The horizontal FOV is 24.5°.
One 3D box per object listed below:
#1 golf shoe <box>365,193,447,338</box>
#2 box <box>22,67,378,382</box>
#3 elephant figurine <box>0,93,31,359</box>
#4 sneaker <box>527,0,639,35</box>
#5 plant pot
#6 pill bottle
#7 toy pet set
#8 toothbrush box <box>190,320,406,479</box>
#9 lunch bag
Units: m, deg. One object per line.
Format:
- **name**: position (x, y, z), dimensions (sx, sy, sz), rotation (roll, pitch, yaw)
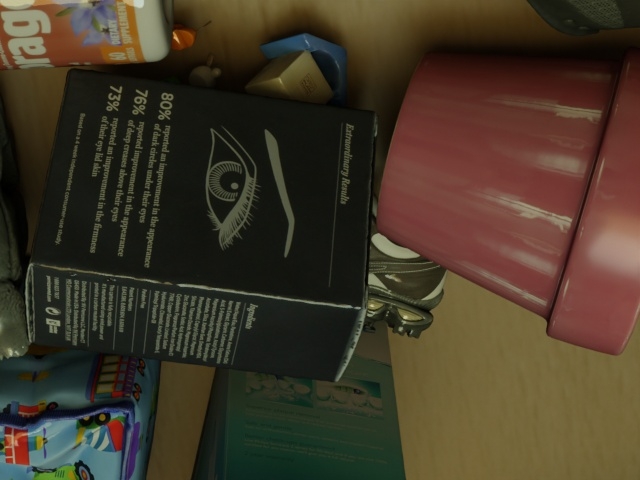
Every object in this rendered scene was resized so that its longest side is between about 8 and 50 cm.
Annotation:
- **golf shoe**: position (0.000, 0.000, 1.067), dimensions (0.198, 0.077, 0.094), rotation (15, 105, -17)
- **box**: position (-0.073, -0.008, 0.946), dimensions (0.207, 0.153, 0.108), rotation (9, 148, -5)
- **elephant figurine**: position (-0.323, -0.015, 0.987), dimensions (0.239, 0.186, 0.169), rotation (-8, 110, -6)
- **sneaker**: position (0.234, -0.215, 0.918), dimensions (0.483, 0.185, 0.202), rotation (18, 160, -22)
- **plant pot**: position (0.140, -0.042, 0.985), dimensions (0.180, 0.201, 0.201), rotation (15, 117, 9)
- **pill bottle**: position (-0.206, -0.168, 0.939), dimensions (0.216, 0.121, 0.121), rotation (-3, 118, 1)
- **toy pet set**: position (-0.044, -0.112, 1.021), dimensions (0.114, 0.065, 0.122), rotation (-9, 121, 43)
- **toothbrush box**: position (-0.027, 0.201, 1.038), dimensions (0.126, 0.295, 0.216), rotation (10, 116, -8)
- **lunch bag**: position (-0.173, 0.184, 1.067), dimensions (0.138, 0.221, 0.293), rotation (-3, 117, 1)
